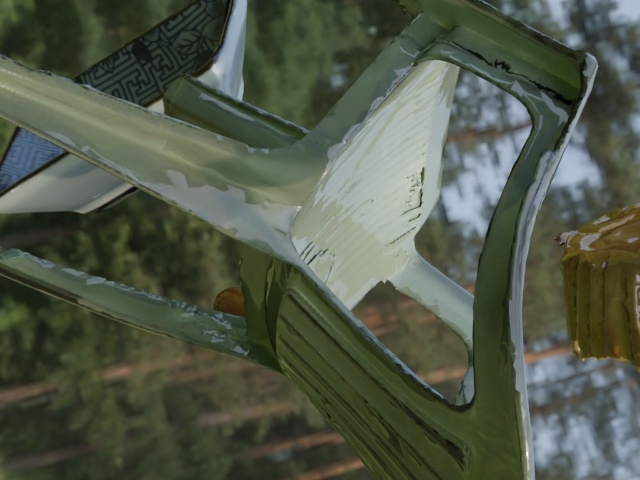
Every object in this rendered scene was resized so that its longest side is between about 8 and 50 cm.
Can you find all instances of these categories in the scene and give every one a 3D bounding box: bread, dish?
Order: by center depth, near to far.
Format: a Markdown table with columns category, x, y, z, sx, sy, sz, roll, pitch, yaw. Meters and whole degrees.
| category | x | y | z | sx | sy | sz | roll | pitch | yaw |
| --- | --- | --- | --- | --- | --- | --- | --- | --- | --- |
| dish | -0.150 | -0.100 | 1.325 | 0.080 | 0.243 | 0.182 | 53 | 21 | -25 |
| bread | 0.374 | 0.042 | 1.632 | 0.274 | 0.274 | 0.149 | -149 | -142 | -70 |

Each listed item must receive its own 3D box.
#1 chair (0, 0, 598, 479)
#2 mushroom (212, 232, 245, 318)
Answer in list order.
| category | x | y | z | sx | sy | sz | roll | pitch | yaw |
| --- | --- | --- | --- | --- | --- | --- | --- | --- | --- |
| chair | 0.000 | 0.000 | 0.633 | 0.275 | 0.190 | 0.203 | 28 | -32 | 17 |
| mushroom | -0.042 | 0.041 | 1.099 | 0.129 | 0.073 | 0.088 | 58 | 8 | -1 |
